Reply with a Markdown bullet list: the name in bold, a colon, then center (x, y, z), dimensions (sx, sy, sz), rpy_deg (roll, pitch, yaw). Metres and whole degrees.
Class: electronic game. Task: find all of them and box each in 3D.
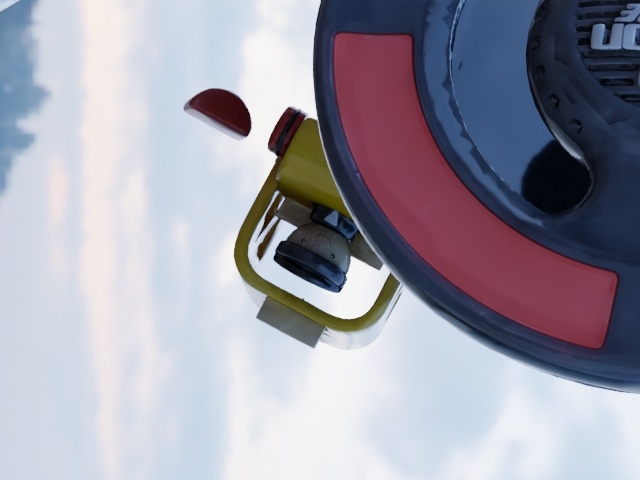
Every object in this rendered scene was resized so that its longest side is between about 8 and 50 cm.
- **electronic game**: center (0.111, -0.059, 0.600), dimensions (0.048, 0.229, 0.229), rpy_deg (77, 6, -65)

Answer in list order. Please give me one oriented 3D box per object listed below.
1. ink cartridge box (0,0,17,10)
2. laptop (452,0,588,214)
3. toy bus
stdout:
- **ink cartridge box**: center (-0.377, -0.258, 1.340), dimensions (0.197, 0.198, 0.270), rpy_deg (-3, 69, -65)
- **laptop**: center (0.113, -0.158, 0.917), dimensions (0.382, 0.236, 0.408), rpy_deg (37, 11, -49)
- **toy bus**: center (0.005, 0.004, 1.002), dimensions (0.191, 0.202, 0.104), rpy_deg (20, -100, 50)
